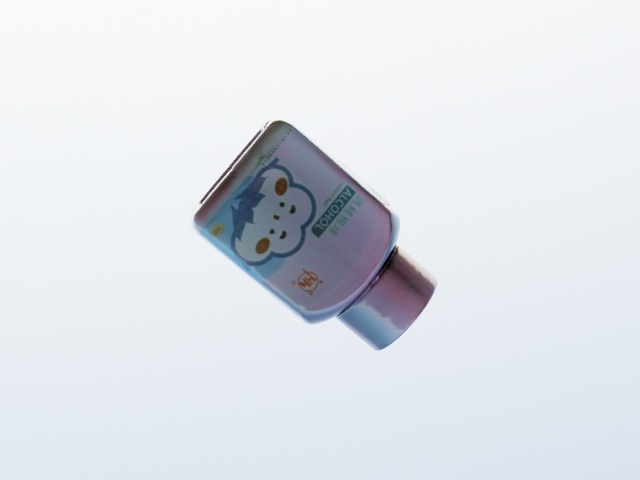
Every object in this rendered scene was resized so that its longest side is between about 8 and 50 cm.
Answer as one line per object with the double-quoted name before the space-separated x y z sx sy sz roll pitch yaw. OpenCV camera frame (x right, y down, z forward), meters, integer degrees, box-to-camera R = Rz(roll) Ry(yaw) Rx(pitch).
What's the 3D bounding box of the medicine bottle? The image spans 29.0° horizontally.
"medicine bottle" 0.000 0.000 1.000 0.119 0.188 0.094 -50 -172 0
